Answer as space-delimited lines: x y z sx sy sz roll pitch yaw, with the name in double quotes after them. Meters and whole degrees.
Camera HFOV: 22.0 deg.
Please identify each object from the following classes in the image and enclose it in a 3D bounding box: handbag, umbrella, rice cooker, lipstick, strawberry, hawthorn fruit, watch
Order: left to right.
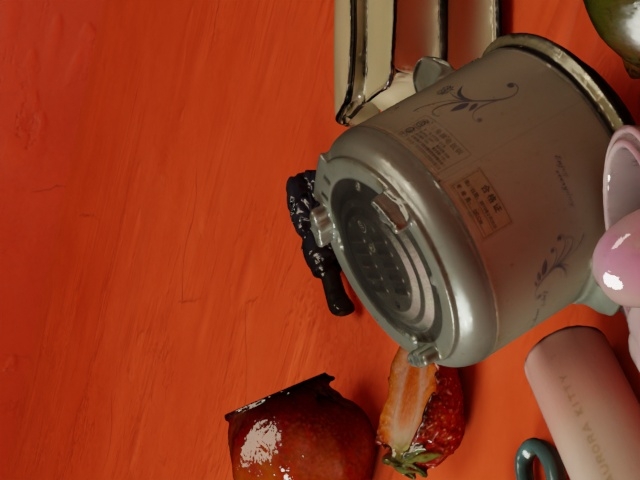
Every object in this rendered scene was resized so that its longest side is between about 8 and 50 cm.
-0.027 0.289 2.025 0.189 0.189 0.251 -164 76 -67 "hawthorn fruit"
-0.004 0.005 2.176 0.071 0.071 0.248 119 148 -44 "umbrella"
0.098 -0.319 1.891 0.236 0.160 0.359 156 117 -73 "handbag"
0.118 0.174 1.840 0.146 0.082 0.187 -11 69 61 "strawberry"
0.163 -0.041 1.518 0.264 0.316 0.317 95 167 -57 "rice cooker"
0.271 0.220 1.451 0.327 0.087 0.087 -109 32 -45 "lipstick"
0.293 -0.013 1.296 0.217 0.211 0.248 -107 7 -47 "watch"

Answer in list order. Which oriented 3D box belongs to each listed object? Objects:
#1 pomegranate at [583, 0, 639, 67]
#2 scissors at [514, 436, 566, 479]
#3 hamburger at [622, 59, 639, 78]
0.321 -0.231 1.342 0.224 0.181 0.181 -8 78 47 "pomegranate"
0.224 0.329 1.598 0.138 0.041 0.289 -58 34 34 "scissors"
0.303 -0.186 1.514 0.076 0.044 0.083 126 140 -48 "hamburger"
